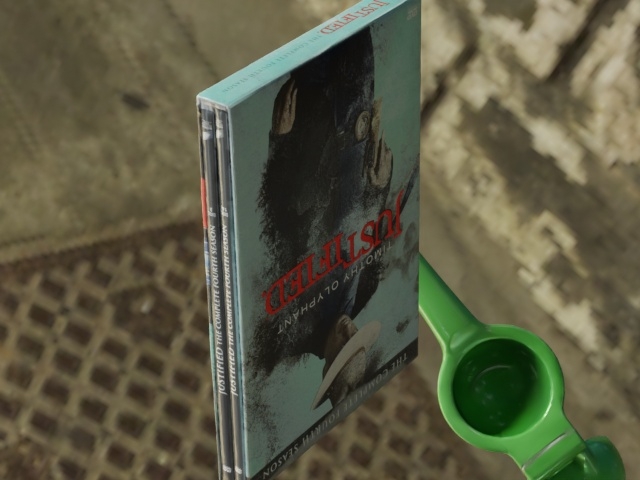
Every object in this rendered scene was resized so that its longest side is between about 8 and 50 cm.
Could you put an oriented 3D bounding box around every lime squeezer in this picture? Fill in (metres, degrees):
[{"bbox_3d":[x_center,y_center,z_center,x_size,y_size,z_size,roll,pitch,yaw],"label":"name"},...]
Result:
[{"bbox_3d":[0.090,0.072,0.815,0.310,0.059,0.110,53,14,-34],"label":"lime squeezer"}]

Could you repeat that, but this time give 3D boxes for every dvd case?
[{"bbox_3d":[0.000,0.000,0.478,0.013,0.119,0.087,20,36,30],"label":"dvd case"}]
